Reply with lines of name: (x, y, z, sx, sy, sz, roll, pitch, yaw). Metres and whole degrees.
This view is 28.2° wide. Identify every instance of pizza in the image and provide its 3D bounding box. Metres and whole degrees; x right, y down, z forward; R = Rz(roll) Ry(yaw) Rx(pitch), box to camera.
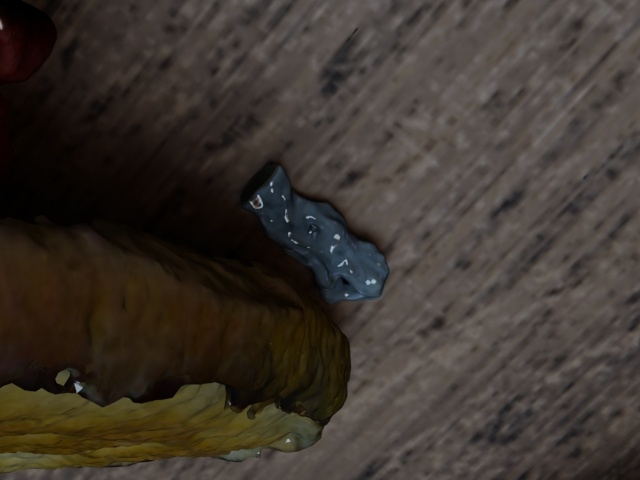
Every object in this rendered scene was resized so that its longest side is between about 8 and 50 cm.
pizza: (-0.160, 0.050, 0.502, 0.392, 0.435, 0.080, 0, 77, -18)

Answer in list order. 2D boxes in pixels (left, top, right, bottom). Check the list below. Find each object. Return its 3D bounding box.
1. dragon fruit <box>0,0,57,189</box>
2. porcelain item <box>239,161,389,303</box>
dragon fruit: (-0.286, -0.043, 0.424, 0.329, 0.286, 0.228, 26, 111, -7)
porcelain item: (0.000, 0.000, 0.586, 0.036, 0.028, 0.083, -31, 114, 35)
